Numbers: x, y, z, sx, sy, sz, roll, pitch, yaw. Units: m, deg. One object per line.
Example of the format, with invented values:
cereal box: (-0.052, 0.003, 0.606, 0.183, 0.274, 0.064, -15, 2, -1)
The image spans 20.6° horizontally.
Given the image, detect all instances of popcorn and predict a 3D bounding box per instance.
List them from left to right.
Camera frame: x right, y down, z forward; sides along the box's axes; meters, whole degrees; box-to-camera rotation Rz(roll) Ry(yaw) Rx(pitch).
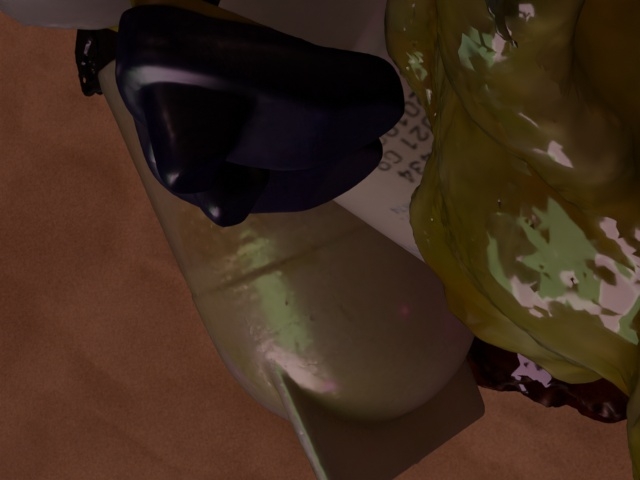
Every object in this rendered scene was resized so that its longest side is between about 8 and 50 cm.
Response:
popcorn: (0.145, -0.067, 0.575, 0.325, 0.321, 0.290, 8, -156, -34)

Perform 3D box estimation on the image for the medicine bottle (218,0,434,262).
medicine bottle: (0.111, -0.087, 1.276, 0.378, 0.213, 0.213, 34, 177, -36)

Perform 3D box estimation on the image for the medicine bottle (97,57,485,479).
medicine bottle: (0.000, 0.000, 1.465, 0.236, 0.235, 0.406, -174, 61, -85)

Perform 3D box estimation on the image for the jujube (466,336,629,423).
jujube: (0.254, 0.042, 1.667, 0.276, 0.276, 0.377, 31, -179, 25)

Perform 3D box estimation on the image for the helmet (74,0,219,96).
helmet: (-0.114, -0.218, 1.696, 0.225, 0.177, 0.305, 4, -168, -22)

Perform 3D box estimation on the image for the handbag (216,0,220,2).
handbag: (-0.232, -0.349, 1.530, 0.401, 0.133, 0.283, 30, 172, 38)

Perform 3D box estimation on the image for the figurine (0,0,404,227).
figurine: (-0.089, -0.198, 0.772, 0.193, 0.421, 0.154, -7, 159, -6)
